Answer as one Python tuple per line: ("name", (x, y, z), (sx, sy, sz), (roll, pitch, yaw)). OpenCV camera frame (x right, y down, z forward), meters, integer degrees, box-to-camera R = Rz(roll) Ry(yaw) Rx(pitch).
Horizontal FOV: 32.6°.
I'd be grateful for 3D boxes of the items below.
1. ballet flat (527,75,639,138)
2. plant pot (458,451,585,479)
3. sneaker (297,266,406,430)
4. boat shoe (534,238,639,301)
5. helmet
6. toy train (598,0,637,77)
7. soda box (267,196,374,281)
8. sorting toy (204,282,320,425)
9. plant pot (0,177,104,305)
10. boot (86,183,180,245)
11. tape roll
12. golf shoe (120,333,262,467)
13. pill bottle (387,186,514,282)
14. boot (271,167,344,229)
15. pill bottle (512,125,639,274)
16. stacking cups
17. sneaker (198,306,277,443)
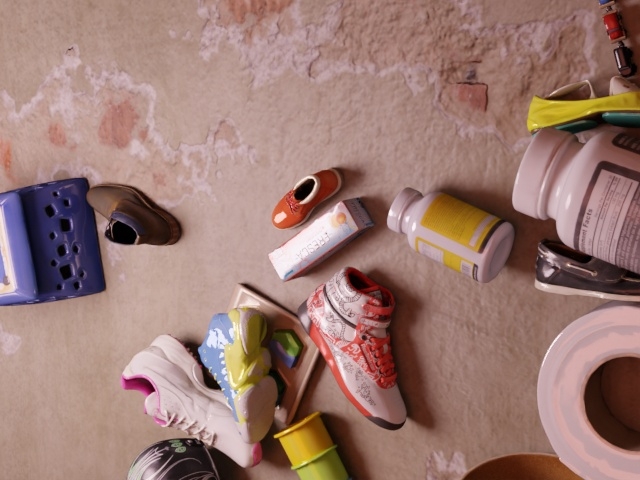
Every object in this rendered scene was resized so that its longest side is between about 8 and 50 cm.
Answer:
("ballet flat", (0.407, -0.197, 1.582), (0.231, 0.077, 0.077), (-5, 79, 33))
("plant pot", (0.325, 0.493, 1.656), (0.237, 0.237, 0.254), (6, 114, 29))
("sneaker", (0.084, 0.172, 1.811), (0.145, 0.090, 0.270), (-46, 72, 30))
("boat shoe", (0.424, 0.045, 1.597), (0.233, 0.084, 0.079), (8, 102, 32))
("helmet", (-0.276, 0.448, 1.996), (0.169, 0.161, 0.169), (49, 150, 42))
("toy train", (0.420, -0.310, 1.574), (0.027, 0.036, 0.158), (-17, 88, 31))
("soda box", (0.000, 0.000, 1.850), (0.183, 0.063, 0.058), (-35, 80, 30))
("sorting toy", (-0.107, 0.204, 1.957), (0.208, 0.038, 0.193), (31, 111, 23))
("plant pot", (-0.584, 0.015, 2.108), (0.236, 0.212, 0.236), (-8, 93, 30))
("boot", (-0.375, -0.049, 2.036), (0.219, 0.106, 0.082), (24, 108, 25))
("tape roll", (0.463, 0.227, 1.593), (0.286, 0.100, 0.286), (5, 100, 29))
("golf shoe", (-0.236, 0.311, 1.979), (0.306, 0.140, 0.115), (43, 141, 20))
("pill bottle", (0.201, -0.015, 1.708), (0.184, 0.103, 0.103), (27, 110, 24))
("boot", (-0.040, -0.068, 1.852), (0.158, 0.084, 0.059), (-40, 79, 30))
("pill bottle", (0.437, -0.049, 1.517), (0.318, 0.176, 0.176), (23, 108, 24))
("stacking cups", (0.033, 0.455, 1.894), (0.096, 0.096, 0.316), (-29, 87, 30))
("sneaker", (-0.148, 0.233, 1.927), (0.126, 0.091, 0.240), (2, 94, 39))
